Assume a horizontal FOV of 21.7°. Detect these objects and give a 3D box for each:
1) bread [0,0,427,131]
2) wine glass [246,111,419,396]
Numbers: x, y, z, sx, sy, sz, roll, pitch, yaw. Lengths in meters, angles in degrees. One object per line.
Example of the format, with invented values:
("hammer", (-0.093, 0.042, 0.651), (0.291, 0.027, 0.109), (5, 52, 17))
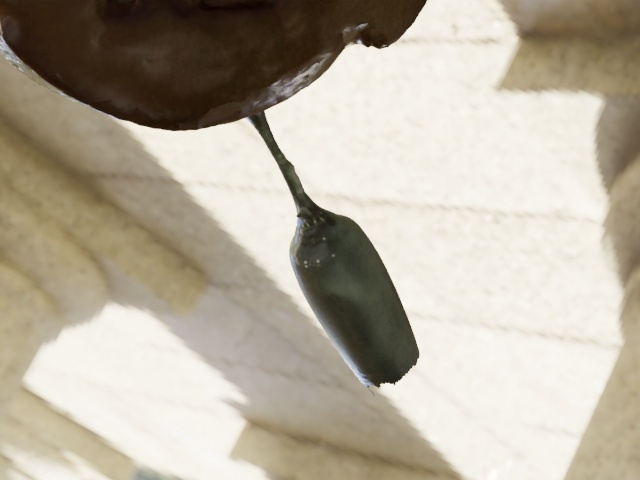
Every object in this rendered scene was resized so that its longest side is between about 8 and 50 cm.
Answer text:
("bread", (-0.069, -0.185, 0.815), (0.270, 0.270, 0.148), (35, 168, -20))
("wine glass", (0.000, 0.000, 1.151), (0.074, 0.074, 0.262), (9, 137, 45))
